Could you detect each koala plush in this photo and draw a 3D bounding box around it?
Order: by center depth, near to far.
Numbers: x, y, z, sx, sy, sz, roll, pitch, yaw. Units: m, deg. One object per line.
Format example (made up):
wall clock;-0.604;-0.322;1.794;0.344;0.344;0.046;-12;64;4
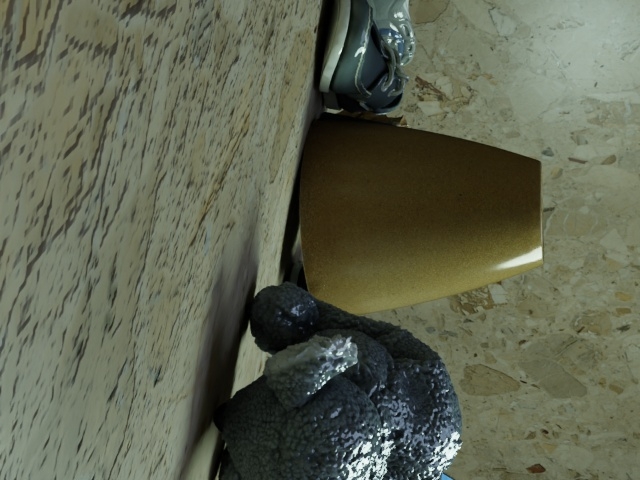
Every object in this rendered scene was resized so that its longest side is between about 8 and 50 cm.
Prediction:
koala plush;0.001;0.141;0.761;0.221;0.203;0.196;9;92;-75

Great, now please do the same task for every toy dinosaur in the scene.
toy dinosaur;0.049;-0.171;1.324;0.211;0.112;0.064;48;-6;47

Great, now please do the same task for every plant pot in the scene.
plant pot;0.126;-0.030;1.136;0.237;0.254;0.237;-2;90;-76

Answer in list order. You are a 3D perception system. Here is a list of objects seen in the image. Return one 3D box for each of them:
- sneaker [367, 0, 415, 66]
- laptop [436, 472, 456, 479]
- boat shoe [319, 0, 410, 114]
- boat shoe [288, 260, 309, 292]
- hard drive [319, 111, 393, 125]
sneaker;0.074;-0.338;1.211;0.297;0.111;0.129;104;-17;-61
laptop;0.178;0.478;1.407;0.408;0.236;0.382;124;-19;-60
boat shoe;0.056;-0.206;1.118;0.319;0.099;0.116;59;42;-86
boat shoe;0.002;0.084;1.295;0.302;0.091;0.114;-66;167;-78
hard drive;0.041;-0.109;1.272;0.135;0.094;0.022;97;5;-59
